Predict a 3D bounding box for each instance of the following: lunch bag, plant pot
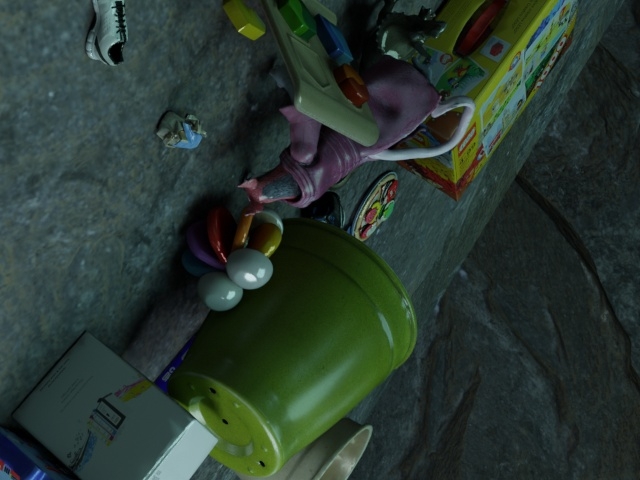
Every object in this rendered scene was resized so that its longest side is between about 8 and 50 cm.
[{"bbox_3d":[-0.400,0.392,1.211,0.138,0.221,0.293,-47,159,-24],"label":"lunch bag"},{"bbox_3d":[-0.094,0.499,1.967,0.334,0.305,0.334,-47,159,-25],"label":"plant pot"},{"bbox_3d":[-0.072,0.209,1.423,0.353,0.366,0.367,-47,159,-39],"label":"plant pot"}]

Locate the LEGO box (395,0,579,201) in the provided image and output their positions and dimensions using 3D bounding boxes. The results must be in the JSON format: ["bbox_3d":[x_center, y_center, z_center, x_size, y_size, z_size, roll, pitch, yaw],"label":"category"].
[{"bbox_3d":[0.365,-0.390,1.815,0.500,0.193,0.372,-54,161,-7],"label":"LEGO box"}]

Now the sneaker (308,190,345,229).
[{"bbox_3d":[0.000,0.000,1.677,0.121,0.079,0.217,65,29,-63],"label":"sneaker"}]

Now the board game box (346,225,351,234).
[{"bbox_3d":[0.042,0.045,1.961,0.133,0.033,0.169,-15,115,-80],"label":"board game box"}]

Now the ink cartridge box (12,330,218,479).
[{"bbox_3d":[-0.308,0.291,1.249,0.168,0.232,0.171,-50,160,-15],"label":"ink cartridge box"}]

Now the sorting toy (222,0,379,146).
[{"bbox_3d":[-0.023,-0.266,1.078,0.041,0.229,0.307,-27,157,25],"label":"sorting toy"}]

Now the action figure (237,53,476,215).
[{"bbox_3d":[0.023,-0.134,1.295,0.370,0.275,0.248,-41,157,-28],"label":"action figure"}]

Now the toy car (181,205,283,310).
[{"bbox_3d":[-0.154,0.012,1.323,0.182,0.136,0.159,-36,-153,32],"label":"toy car"}]

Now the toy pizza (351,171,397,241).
[{"bbox_3d":[0.143,-0.078,2.010,0.201,0.032,0.201,-50,159,-27],"label":"toy pizza"}]

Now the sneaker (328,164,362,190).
[{"bbox_3d":[0.069,-0.181,1.670,0.188,0.066,0.071,-47,176,-11],"label":"sneaker"}]

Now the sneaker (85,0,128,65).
[{"bbox_3d":[-0.227,-0.244,0.889,0.040,0.043,0.109,-30,146,-47],"label":"sneaker"}]

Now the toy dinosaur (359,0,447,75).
[{"bbox_3d":[0.115,-0.332,1.432,0.160,0.121,0.313,-60,-173,-30],"label":"toy dinosaur"}]

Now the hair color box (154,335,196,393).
[{"bbox_3d":[-0.298,0.371,1.591,0.339,0.110,0.185,-52,159,-15],"label":"hair color box"}]

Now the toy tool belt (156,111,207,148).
[{"bbox_3d":[-0.185,-0.147,1.123,0.052,0.051,0.083,-61,160,15],"label":"toy tool belt"}]
